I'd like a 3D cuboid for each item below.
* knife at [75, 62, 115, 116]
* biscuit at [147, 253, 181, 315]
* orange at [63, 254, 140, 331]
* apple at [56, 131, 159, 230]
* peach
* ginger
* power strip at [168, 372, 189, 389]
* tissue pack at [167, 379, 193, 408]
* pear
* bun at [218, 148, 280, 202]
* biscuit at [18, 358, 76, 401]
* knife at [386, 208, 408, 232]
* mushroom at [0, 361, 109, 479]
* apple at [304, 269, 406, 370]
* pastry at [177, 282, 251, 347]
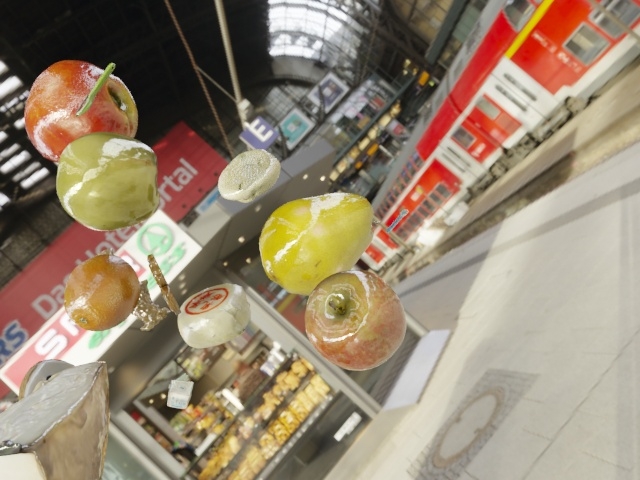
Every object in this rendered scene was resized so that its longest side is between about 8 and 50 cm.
[{"bbox_3d":[-0.631,-0.421,1.616,0.184,0.026,0.022,-58,-11,-4],"label":"knife"},{"bbox_3d":[-0.407,0.117,1.488,0.026,0.175,0.124,-26,25,-15],"label":"biscuit"},{"bbox_3d":[-0.577,0.140,1.518,0.206,0.206,0.206,-48,-5,-5],"label":"orange"},{"bbox_3d":[-0.526,-0.149,1.443,0.262,0.262,0.262,-48,-5,-5],"label":"apple"},{"bbox_3d":[-0.796,-0.410,1.903,0.373,0.372,0.290,-52,15,33],"label":"peach"},{"bbox_3d":[-0.590,0.147,1.756,0.122,0.290,0.084,-44,-1,15],"label":"ginger"},{"bbox_3d":[-0.496,0.498,2.023,0.083,0.027,0.017,-36,-47,-14],"label":"power strip"},{"bbox_3d":[-0.459,0.503,1.878,0.094,0.074,0.059,112,165,-45],"label":"tissue pack"},{"bbox_3d":[-0.005,0.003,1.609,0.336,0.285,0.285,-26,5,23],"label":"pear"},{"bbox_3d":[-0.249,-0.224,2.066,0.237,0.210,0.116,-18,-42,8],"label":"bun"},{"bbox_3d":[-0.675,0.401,1.477,0.049,0.208,0.181,-30,-22,28],"label":"biscuit"},{"bbox_3d":[0.236,-0.061,1.786,0.096,0.010,0.027,-49,33,-8],"label":"knife"},{"bbox_3d":[-0.489,0.414,1.087,0.224,0.314,0.397,-13,13,6],"label":"mushroom"},{"bbox_3d":[0.068,0.152,1.094,0.188,0.188,0.174,-49,-34,2],"label":"apple"},{"bbox_3d":[-0.354,0.246,1.922,0.264,0.133,0.265,-16,21,6],"label":"pastry"}]
